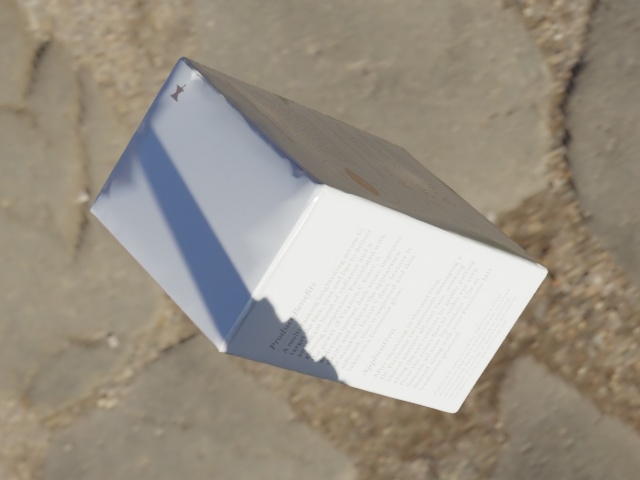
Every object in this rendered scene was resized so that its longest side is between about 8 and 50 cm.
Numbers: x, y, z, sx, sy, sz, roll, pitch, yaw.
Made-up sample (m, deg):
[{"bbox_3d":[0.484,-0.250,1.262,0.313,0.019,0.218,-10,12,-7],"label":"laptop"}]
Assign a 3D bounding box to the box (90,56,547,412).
[{"bbox_3d":[0.000,0.000,0.967,0.130,0.170,0.091,44,108,42],"label":"box"}]
